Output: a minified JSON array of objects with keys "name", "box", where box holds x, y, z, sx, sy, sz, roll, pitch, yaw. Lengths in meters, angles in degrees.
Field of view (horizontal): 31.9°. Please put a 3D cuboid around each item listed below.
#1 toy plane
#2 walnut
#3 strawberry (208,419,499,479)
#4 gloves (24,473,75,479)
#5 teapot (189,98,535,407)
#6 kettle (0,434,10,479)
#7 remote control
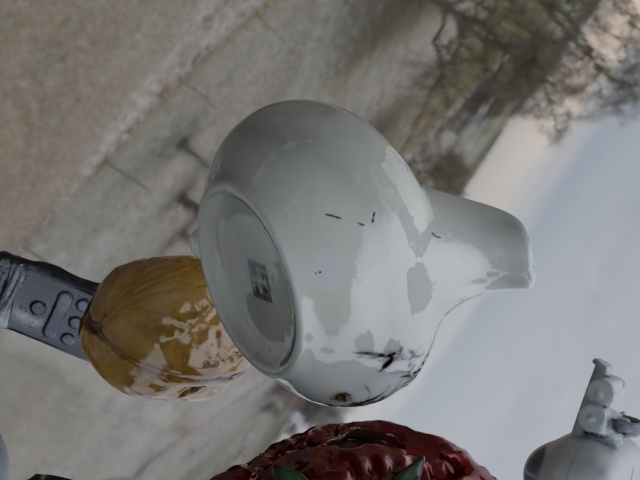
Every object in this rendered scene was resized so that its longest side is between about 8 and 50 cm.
[{"name":"toy plane","box":[0.294,0.256,1.235,0.252,0.118,0.252,-39,135,-54]},{"name":"walnut","box":[-0.131,0.081,1.050,0.180,0.144,0.144,14,115,-43]},{"name":"strawberry","box":[0.002,0.280,0.849,0.310,0.292,0.292,-24,-153,56]},{"name":"gloves","box":[-0.148,0.238,0.646,0.129,0.106,0.180,57,46,-57]},{"name":"teapot","box":[0.000,0.000,0.772,0.166,0.208,0.300,-26,-157,-15]},{"name":"kettle","box":[-0.503,0.291,1.219,0.324,0.228,0.321,-27,172,-11]},{"name":"remote control","box":[-0.271,0.074,1.213,0.090,0.266,0.066,-63,-165,11]}]
